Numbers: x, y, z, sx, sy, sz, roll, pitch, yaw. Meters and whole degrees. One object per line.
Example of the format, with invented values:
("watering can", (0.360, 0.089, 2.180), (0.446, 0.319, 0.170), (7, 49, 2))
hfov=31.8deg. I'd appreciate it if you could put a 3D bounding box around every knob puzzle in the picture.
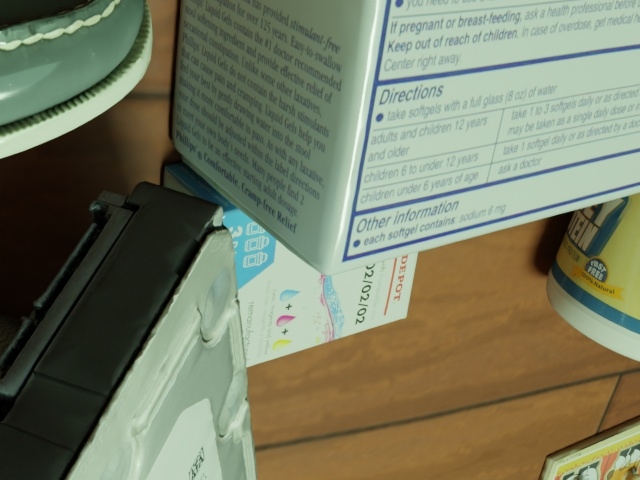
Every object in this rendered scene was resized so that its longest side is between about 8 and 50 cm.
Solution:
("knob puzzle", (0.262, 0.266, 1.079), (0.213, 0.030, 0.213), (-22, 130, -29))

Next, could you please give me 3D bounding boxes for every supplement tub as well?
("supplement tub", (0.260, -0.023, 0.798), (0.144, 0.144, 0.200), (0, 116, -41))

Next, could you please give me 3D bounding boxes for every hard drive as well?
("hard drive", (-0.102, 0.166, 0.538), (0.339, 0.064, 0.237), (89, 22, -49))

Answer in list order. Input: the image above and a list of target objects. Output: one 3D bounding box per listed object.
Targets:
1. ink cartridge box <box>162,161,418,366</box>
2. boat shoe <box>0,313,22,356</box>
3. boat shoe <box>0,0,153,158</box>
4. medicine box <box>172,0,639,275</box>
("ink cartridge box", (0.000, 0.000, 0.647), (0.181, 0.061, 0.104), (-14, 126, -35))
("boat shoe", (-0.206, 0.195, 0.574), (0.355, 0.132, 0.130), (-69, 162, 10))
("boat shoe", (-0.199, -0.090, 0.308), (0.319, 0.116, 0.099), (4, 142, -18))
("medicine box", (0.083, -0.161, 0.547), (0.263, 0.149, 0.289), (-13, 125, -35))
